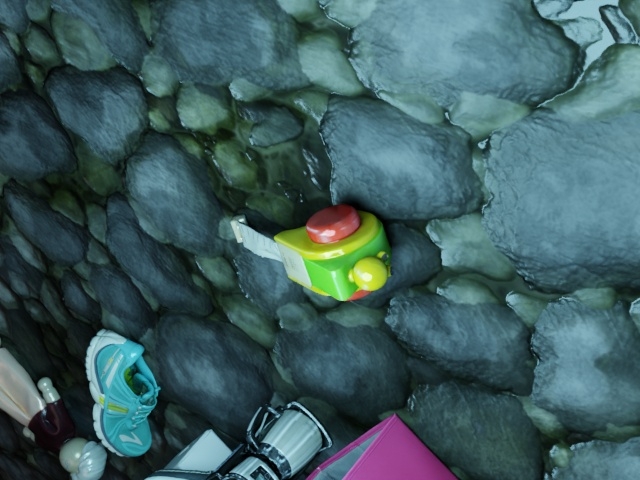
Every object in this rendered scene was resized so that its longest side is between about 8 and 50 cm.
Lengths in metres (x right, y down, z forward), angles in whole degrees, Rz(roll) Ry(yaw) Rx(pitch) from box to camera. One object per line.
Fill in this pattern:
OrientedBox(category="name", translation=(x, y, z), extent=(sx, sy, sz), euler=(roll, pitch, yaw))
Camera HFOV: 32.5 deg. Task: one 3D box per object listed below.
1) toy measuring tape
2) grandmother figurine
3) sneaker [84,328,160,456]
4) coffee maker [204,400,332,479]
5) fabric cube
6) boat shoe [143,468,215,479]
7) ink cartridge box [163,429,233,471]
OrientedBox(category="toy measuring tape", translation=(0.000, 0.000, 1.424), extent=(0.330, 0.121, 0.121), euler=(24, 140, 57))
OrientedBox(category="grandmother figurine", translation=(-0.554, 0.349, 2.169), extent=(0.342, 0.104, 0.208), euler=(42, 149, 10))
OrientedBox(category="sneaker", translation=(-0.336, 0.280, 1.922), extent=(0.110, 0.107, 0.275), euler=(11, 129, 23))
OrientedBox(category="coffee maker", translation=(-0.087, 0.359, 1.703), extent=(0.120, 0.178, 0.171), euler=(34, 138, 16))
OrientedBox(category="fabric cube", translation=(0.074, 0.458, 1.589), extent=(0.258, 0.254, 0.259), euler=(45, 139, 0))
OrientedBox(category="boat shoe", translation=(-0.143, 0.427, 1.799), extent=(0.302, 0.091, 0.114), euler=(18, 124, 0))
OrientedBox(category="ink cartridge box", translation=(-0.173, 0.469, 1.929), extent=(0.237, 0.100, 0.172), euler=(47, 139, 0))
